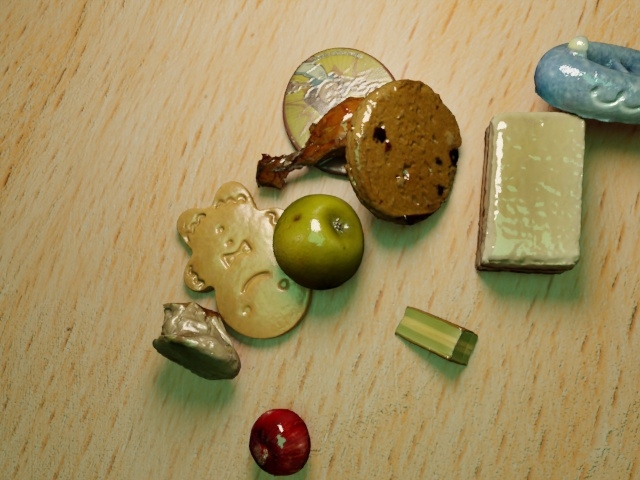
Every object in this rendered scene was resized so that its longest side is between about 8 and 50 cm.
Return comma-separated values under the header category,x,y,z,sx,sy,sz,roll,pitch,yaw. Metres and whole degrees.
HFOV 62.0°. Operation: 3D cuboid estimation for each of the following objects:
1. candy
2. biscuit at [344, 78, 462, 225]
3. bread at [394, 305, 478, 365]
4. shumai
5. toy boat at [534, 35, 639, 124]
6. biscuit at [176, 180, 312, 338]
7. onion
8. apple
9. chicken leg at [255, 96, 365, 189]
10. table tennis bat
category,x,y,z,sx,sy,sz,roll,pitch,yaw
candy,0.413,-0.092,1.058,0.179,0.135,0.321,6,83,7
biscuit,0.165,-0.176,1.075,0.296,0.075,0.296,-1,92,-33
bread,0.237,0.195,1.099,0.139,0.084,0.074,19,84,41
shumai,-0.245,0.202,1.097,0.201,0.201,0.120,14,59,10
toy boat,0.583,-0.322,1.021,0.329,0.123,0.215,8,44,3
biscuit,-0.164,0.048,1.159,0.275,0.052,0.355,-31,78,2
onion,-0.080,0.402,1.057,0.131,0.131,0.131,-1,81,8
apple,0.000,0.000,1.076,0.196,0.157,0.196,14,62,-27
chicken leg,-0.011,-0.194,1.122,0.304,0.093,0.113,-29,88,13
table tennis bat,0.068,-0.240,1.175,0.268,0.051,0.415,-23,76,6
